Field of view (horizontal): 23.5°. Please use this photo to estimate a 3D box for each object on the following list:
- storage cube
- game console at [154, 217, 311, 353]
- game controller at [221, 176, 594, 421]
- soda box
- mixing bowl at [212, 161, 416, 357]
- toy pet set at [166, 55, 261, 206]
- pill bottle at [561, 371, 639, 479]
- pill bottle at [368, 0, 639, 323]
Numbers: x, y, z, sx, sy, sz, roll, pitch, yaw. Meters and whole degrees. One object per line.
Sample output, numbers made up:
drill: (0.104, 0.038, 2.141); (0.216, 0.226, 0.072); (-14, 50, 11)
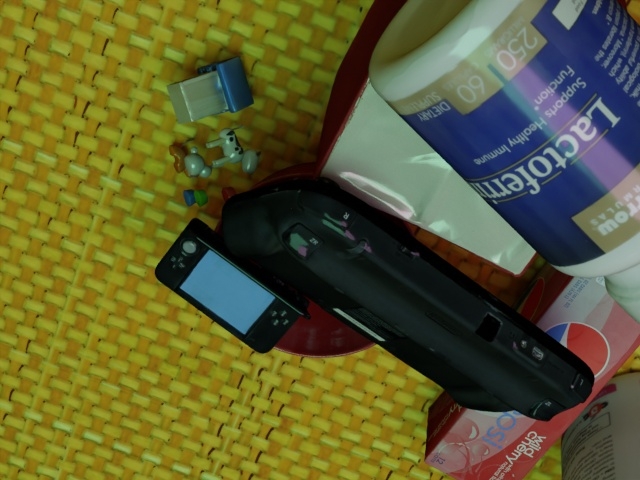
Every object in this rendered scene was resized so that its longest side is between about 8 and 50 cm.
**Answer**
storage cube: (0.120, -0.119, 1.197); (0.183, 0.193, 0.215); (25, 118, -8)
game console: (-0.075, 0.044, 1.265); (0.122, 0.071, 0.107); (37, 123, -5)
game controller: (0.068, 0.050, 1.219); (0.319, 0.166, 0.067); (35, 75, -26)
soda box: (0.199, 0.110, 1.381); (0.092, 0.083, 0.263); (29, 118, -10)
mixing bowl: (0.000, 0.000, 1.334); (0.181, 0.098, 0.181); (3, 121, 5)
toy pet set: (-0.084, -0.092, 1.307); (0.065, 0.122, 0.114); (-21, 100, -21)
pill bottle: (0.292, 0.255, 1.337); (0.160, 0.283, 0.160); (3, 120, 6)
pill bottle: (0.171, -0.071, 1.019); (0.264, 0.153, 0.153); (43, 116, -17)
